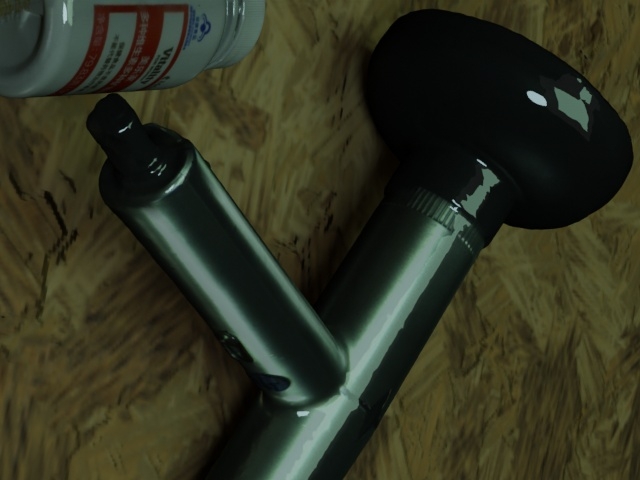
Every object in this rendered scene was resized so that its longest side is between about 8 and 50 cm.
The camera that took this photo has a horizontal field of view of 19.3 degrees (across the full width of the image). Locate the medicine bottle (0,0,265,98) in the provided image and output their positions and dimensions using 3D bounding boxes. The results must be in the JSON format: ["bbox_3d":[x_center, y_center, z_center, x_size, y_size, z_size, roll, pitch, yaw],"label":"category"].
[{"bbox_3d":[-0.093,-0.107,0.857,0.140,0.079,0.079,-9,99,-51],"label":"medicine bottle"}]

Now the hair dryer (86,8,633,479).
[{"bbox_3d":[0.021,-0.007,0.921,0.320,0.156,0.284,-53,157,-27],"label":"hair dryer"}]
